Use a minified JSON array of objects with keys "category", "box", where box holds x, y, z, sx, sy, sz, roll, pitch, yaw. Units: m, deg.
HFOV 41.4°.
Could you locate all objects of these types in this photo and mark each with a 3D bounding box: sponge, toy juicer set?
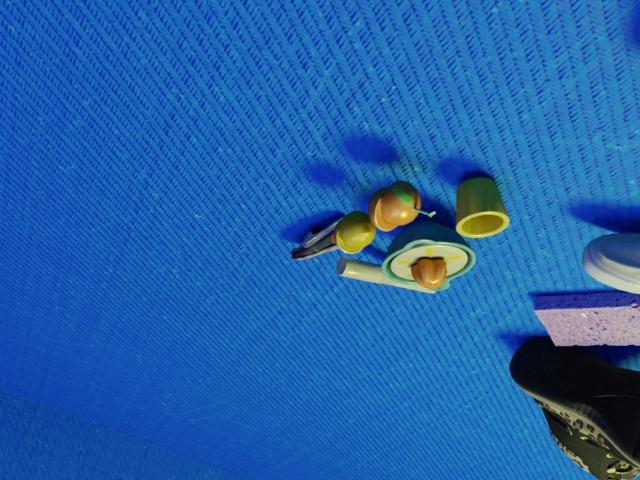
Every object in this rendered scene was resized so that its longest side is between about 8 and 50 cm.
[{"category":"sponge","box":[0.446,0.122,1.300,0.210,0.031,0.117,-5,142,31]},{"category":"toy juicer set","box":[0.117,0.025,1.204,0.209,0.089,0.329,2,152,-11]}]

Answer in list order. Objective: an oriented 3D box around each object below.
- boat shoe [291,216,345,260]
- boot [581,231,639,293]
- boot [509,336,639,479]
[{"category":"boat shoe","box":[0.000,0.000,1.311,0.137,0.049,0.043,-20,91,48]},{"category":"boot","box":[0.470,0.003,1.063,0.258,0.095,0.123,4,141,5]},{"category":"boot","box":[0.508,0.325,1.413,0.377,0.138,0.284,25,161,37]}]
